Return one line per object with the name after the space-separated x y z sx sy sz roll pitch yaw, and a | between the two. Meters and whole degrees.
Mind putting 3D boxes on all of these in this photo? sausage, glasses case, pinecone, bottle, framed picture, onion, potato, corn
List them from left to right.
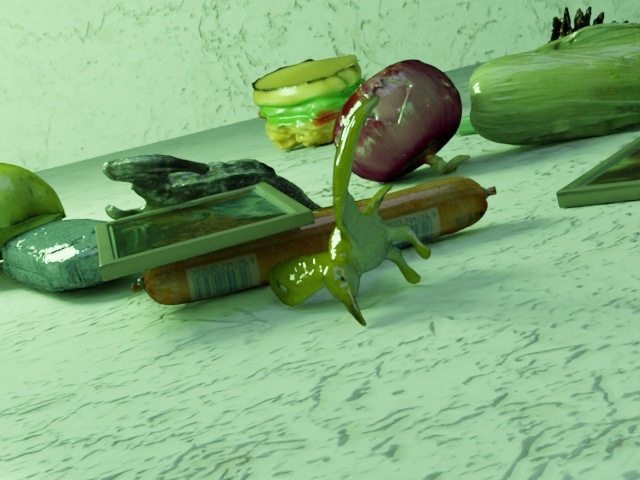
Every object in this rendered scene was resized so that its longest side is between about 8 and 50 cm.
-0.420 -0.037 1.414 0.160 0.111 0.272 -21 -2 -27 | potato
-0.277 0.014 1.252 0.109 0.067 0.282 -21 15 -27 | glasses case
-0.116 -0.014 1.040 0.184 0.016 0.250 -15 12 -8 | framed picture
0.000 0.000 1.027 0.348 0.053 0.053 -15 11 -11 | sausage
0.101 -0.148 1.457 0.177 0.153 0.177 -23 12 5 | onion
0.248 -0.185 1.782 0.083 0.030 0.030 -9 11 21 | bottle
0.346 -0.199 1.481 0.305 0.122 0.123 -10 46 17 | corn
0.399 -0.247 1.611 0.165 0.162 0.163 11 17 15 | pinecone
0.384 -0.084 1.123 0.211 0.020 0.289 -5 12 34 | framed picture

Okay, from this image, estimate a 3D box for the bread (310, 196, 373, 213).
0.033 -0.015 1.098 0.109 0.043 0.062 -11 8 1 | bread

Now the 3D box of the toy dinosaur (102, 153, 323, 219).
-0.118 -0.048 1.236 0.294 0.077 0.162 -4 -6 -42 | toy dinosaur

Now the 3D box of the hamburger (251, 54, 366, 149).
-0.009 -0.259 2.169 0.237 0.148 0.237 -15 18 5 | hamburger

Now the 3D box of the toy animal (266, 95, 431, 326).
0.039 0.006 0.871 0.095 0.219 0.155 1 41 -27 | toy animal
